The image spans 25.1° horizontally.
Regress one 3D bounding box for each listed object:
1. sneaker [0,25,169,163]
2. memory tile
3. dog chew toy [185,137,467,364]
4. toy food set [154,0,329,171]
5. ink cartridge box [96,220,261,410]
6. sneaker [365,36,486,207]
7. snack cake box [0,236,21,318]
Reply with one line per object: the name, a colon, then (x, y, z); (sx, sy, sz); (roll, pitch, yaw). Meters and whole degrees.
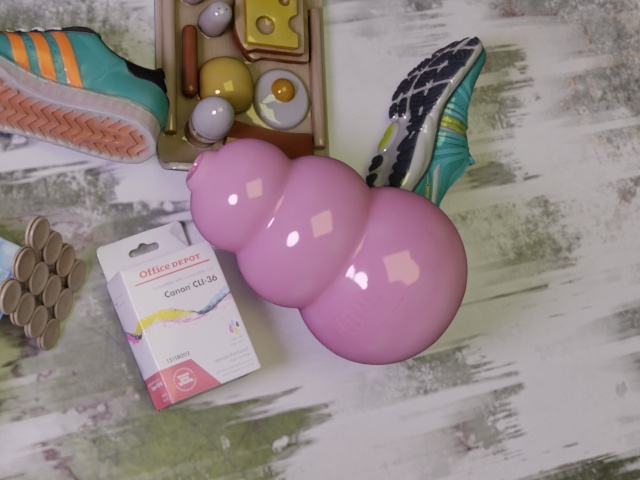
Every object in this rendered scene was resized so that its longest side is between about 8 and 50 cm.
sneaker: (-0.315, -0.188, 1.612); (0.302, 0.108, 0.121); (21, 51, -12)
memory tile: (-0.296, 0.046, 1.530); (0.012, 0.148, 0.113); (14, 69, 19)
dog chew toy: (0.000, 0.000, 1.613); (0.332, 0.206, 0.206); (31, 66, -17)
toy food set: (-0.080, -0.217, 1.713); (0.220, 0.092, 0.306); (4, 74, -21)
ink cartridge box: (-0.161, 0.076, 1.610); (0.115, 0.067, 0.198); (-21, 83, -26)
sneaker: (0.142, -0.130, 1.794); (0.110, 0.107, 0.275); (36, 68, -31)
snack cake box: (-0.427, 0.100, 1.481); (0.152, 0.089, 0.264); (28, 66, -14)
